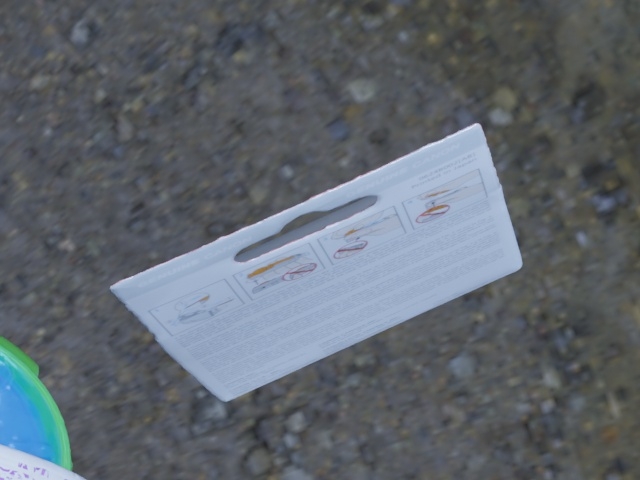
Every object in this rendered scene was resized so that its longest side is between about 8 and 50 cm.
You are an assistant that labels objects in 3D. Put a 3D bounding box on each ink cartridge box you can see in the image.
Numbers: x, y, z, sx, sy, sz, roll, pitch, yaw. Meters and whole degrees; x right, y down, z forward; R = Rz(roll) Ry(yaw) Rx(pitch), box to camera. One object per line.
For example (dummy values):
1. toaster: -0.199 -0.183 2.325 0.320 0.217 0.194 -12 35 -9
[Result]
1. ink cartridge box: 0.000 0.000 1.582 0.308 0.385 0.091 -24 70 3

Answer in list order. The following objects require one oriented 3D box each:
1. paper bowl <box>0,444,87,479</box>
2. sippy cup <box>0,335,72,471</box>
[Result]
1. paper bowl: -0.280 0.192 1.129 0.284 0.284 0.148 20 70 -24
2. sippy cup: -0.360 0.219 1.608 0.305 0.224 0.240 -4 55 -40
